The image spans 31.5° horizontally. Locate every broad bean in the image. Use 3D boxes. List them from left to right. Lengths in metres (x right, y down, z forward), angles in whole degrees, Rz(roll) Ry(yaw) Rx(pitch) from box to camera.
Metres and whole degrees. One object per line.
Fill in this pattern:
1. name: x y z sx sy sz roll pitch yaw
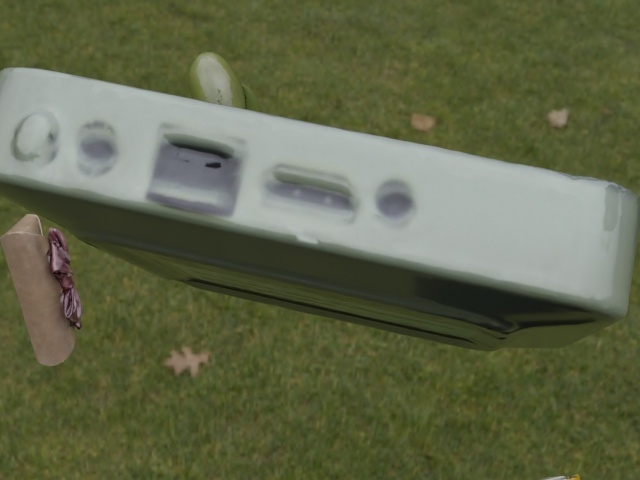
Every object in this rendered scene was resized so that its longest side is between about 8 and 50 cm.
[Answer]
1. broad bean: -0.166 -0.207 1.870 0.121 0.263 0.189 -13 77 6

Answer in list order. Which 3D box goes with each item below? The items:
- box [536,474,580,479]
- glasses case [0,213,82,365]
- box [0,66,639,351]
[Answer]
1. box: 0.228 0.352 1.322 0.247 0.033 0.129 1 77 -42
2. glasses case: -0.350 0.057 1.509 0.070 0.194 0.102 -4 23 14
3. box: 0.000 0.000 0.745 0.367 0.373 0.090 11 84 8
